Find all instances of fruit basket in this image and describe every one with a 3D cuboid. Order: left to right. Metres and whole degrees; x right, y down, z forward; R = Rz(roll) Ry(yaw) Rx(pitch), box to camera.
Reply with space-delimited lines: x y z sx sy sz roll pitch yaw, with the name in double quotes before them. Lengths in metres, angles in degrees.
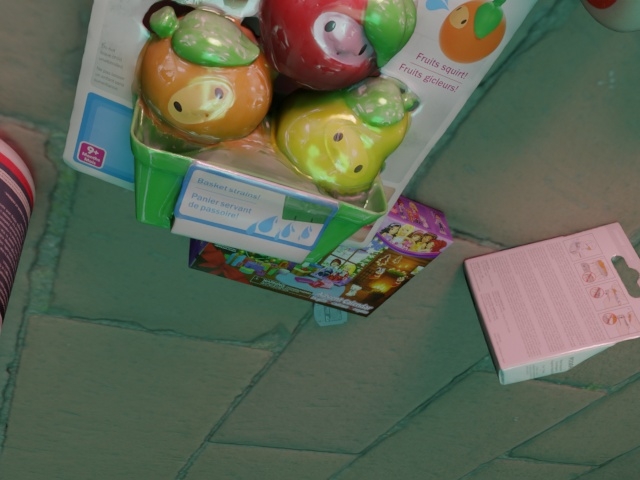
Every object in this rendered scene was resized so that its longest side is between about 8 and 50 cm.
"fruit basket" -0.023 -0.136 0.498 0.327 0.165 0.353 15 137 -22

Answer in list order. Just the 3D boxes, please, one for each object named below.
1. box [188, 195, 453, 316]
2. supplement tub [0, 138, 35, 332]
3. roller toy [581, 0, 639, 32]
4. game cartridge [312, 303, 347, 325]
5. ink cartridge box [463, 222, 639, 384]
"box" 0.000 0.000 0.796 0.293 0.057 0.201 18 133 -28
"supplement tub" -0.405 0.023 0.587 0.191 0.272 0.191 -5 141 -4
"roller toy" 0.252 -0.256 0.419 0.146 0.191 0.209 -13 141 7
"game cartridge" 0.016 0.110 0.968 0.056 0.017 0.083 -9 141 -4
"ink cartridge box" 0.343 0.087 0.857 0.232 0.189 0.066 -13 141 5
